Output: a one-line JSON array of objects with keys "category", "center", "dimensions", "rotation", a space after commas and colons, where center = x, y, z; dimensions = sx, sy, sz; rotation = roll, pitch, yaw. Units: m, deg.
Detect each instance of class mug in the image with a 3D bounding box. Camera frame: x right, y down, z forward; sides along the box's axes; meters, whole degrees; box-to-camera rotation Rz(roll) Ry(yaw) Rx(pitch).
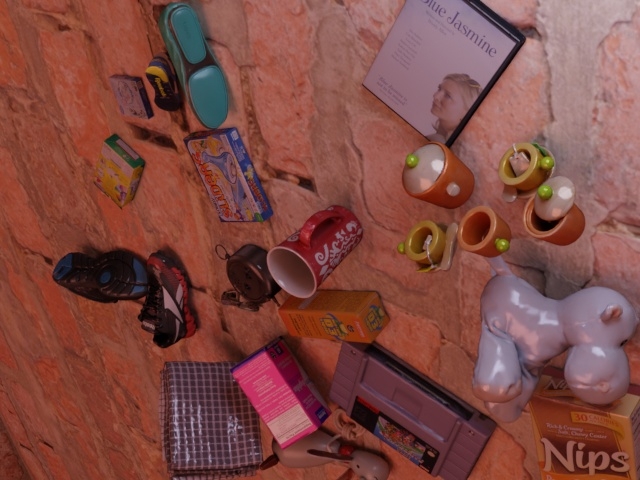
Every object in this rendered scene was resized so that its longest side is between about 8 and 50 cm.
[{"category": "mug", "center": [0.005, 0.008, 1.593], "dimensions": [0.113, 0.169, 0.150], "rotation": [50, 141, -2]}]

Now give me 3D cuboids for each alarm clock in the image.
[{"category": "alarm clock", "center": [-0.163, 0.067, 1.896], "dimensions": [0.192, 0.064, 0.129], "rotation": [34, 140, 22]}]

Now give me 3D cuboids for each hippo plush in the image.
[{"category": "hippo plush", "center": [0.383, 0.148, 1.372], "dimensions": [0.237, 0.234, 0.294], "rotation": [-1, 80, 24]}]

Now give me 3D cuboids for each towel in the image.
[{"category": "towel", "center": [-0.263, 0.430, 2.068], "dimensions": [0.121, 0.235, 0.283], "rotation": [130, 137, -52]}]

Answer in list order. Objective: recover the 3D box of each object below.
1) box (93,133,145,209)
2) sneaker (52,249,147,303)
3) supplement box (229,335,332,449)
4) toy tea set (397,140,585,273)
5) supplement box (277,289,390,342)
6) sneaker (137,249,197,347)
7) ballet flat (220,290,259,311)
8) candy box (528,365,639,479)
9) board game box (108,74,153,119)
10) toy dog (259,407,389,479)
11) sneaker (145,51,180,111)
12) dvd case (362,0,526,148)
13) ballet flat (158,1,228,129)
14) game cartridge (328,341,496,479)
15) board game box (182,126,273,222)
[{"category": "box", "center": [-0.475, -0.155, 2.017], "dimensions": [0.105, 0.043, 0.179], "rotation": [43, 139, 6]}, {"category": "sneaker", "center": [-0.552, 0.104, 2.281], "dimensions": [0.341, 0.125, 0.139], "rotation": [7, 154, 37]}, {"category": "supplement box", "center": [-0.089, 0.347, 1.968], "dimensions": [0.114, 0.111, 0.220], "rotation": [-34, 88, 20]}, {"category": "toy tea set", "center": [0.231, -0.068, 1.276], "dimensions": [0.124, 0.200, 0.336], "rotation": [26, 156, -37]}, {"category": "supplement box", "center": [0.025, 0.154, 1.775], "dimensions": [0.233, 0.080, 0.078], "rotation": [-3, 122, 43]}, {"category": "sneaker", "center": [-0.391, 0.156, 2.129], "dimensions": [0.098, 0.135, 0.276], "rotation": [21, 133, 33]}, {"category": "ballet flat", "center": [-0.188, 0.138, 1.999], "dimensions": [0.114, 0.041, 0.041], "rotation": [10, 128, 37]}, {"category": "candy box", "center": [0.483, 0.385, 1.519], "dimensions": [0.183, 0.087, 0.316], "rotation": [8, 125, 38]}, {"category": "board game box", "center": [-0.404, -0.306, 1.836], "dimensions": [0.090, 0.020, 0.090], "rotation": [13, 131, 36]}, {"category": "toy dog", "center": [-0.015, 0.527, 2.064], "dimensions": [0.334, 0.161, 0.220], "rotation": [-10, 115, 48]}, {"category": "sneaker", "center": [-0.308, -0.314, 1.717], "dimensions": [0.053, 0.059, 0.144], "rotation": [4, 149, 3]}, {"category": "dvd case", "center": [0.178, -0.269, 1.308], "dimensions": [0.180, 0.022, 0.253], "rotation": [42, 141, 9]}, {"category": "ballet flat", "center": [-0.239, -0.332, 1.623], "dimensions": [0.087, 0.083, 0.247], "rotation": [35, 147, 56]}, {"category": "game cartridge", "center": [0.181, 0.363, 1.823], "dimensions": [0.355, 0.068, 0.230], "rotation": [32, 135, 20]}, {"category": "board game box", "center": [-0.190, -0.131, 1.768], "dimensions": [0.136, 0.035, 0.201], "rotation": [0, 122, 44]}]
